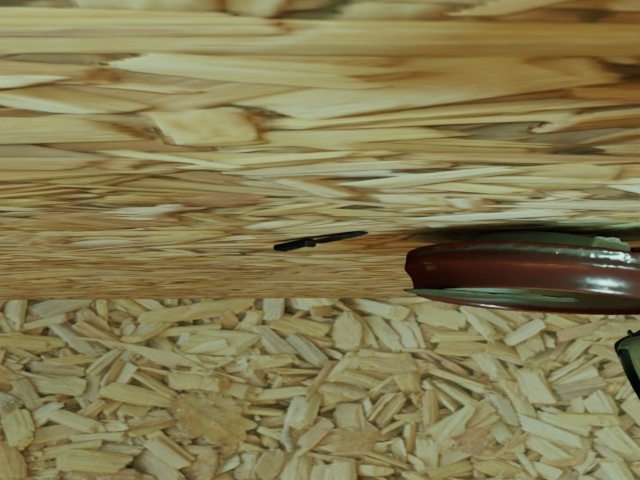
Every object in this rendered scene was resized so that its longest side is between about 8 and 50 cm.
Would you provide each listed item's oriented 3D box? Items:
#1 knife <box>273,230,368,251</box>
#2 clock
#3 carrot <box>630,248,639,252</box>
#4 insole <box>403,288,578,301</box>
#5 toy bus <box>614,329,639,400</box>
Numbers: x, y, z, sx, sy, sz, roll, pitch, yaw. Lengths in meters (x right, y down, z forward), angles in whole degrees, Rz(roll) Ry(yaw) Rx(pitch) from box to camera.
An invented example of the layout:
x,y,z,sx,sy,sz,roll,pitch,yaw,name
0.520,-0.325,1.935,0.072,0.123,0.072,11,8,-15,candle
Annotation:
x,y,z,sx,sy,sz,roll,pitch,yaw,name
0.000,0.000,1.212,0.023,0.010,0.170,4,171,-37,knife
0.256,0.034,1.206,0.318,0.080,0.318,4,173,1,clock
0.421,0.029,1.407,0.170,0.042,0.042,-3,174,8,carrot
0.181,0.059,1.123,0.188,0.004,0.064,2,173,19,insole
0.477,0.114,1.202,0.271,0.133,0.165,-32,168,18,toy bus
